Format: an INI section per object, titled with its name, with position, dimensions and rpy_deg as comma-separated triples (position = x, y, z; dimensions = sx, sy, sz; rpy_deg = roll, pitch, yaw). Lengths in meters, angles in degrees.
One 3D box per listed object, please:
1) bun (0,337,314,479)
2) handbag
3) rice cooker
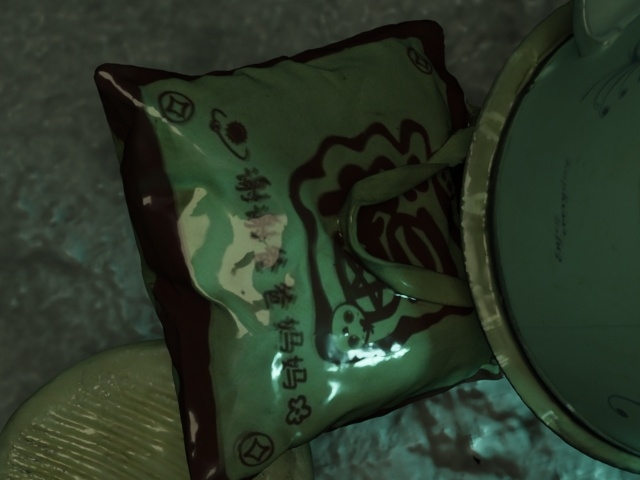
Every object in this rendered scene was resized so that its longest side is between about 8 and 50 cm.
[bun]
position = -0.087, 0.145, 0.851
dimensions = 0.183, 0.102, 0.183
rpy_deg = -5, 70, 13
[handbag]
position = 0.000, 0.000, 0.810
dimensions = 0.127, 0.235, 0.213
rpy_deg = -13, 92, 47
[rice cooker]
position = 0.221, -0.009, 0.746
dimensions = 0.264, 0.316, 0.317
rpy_deg = -33, 84, -21
